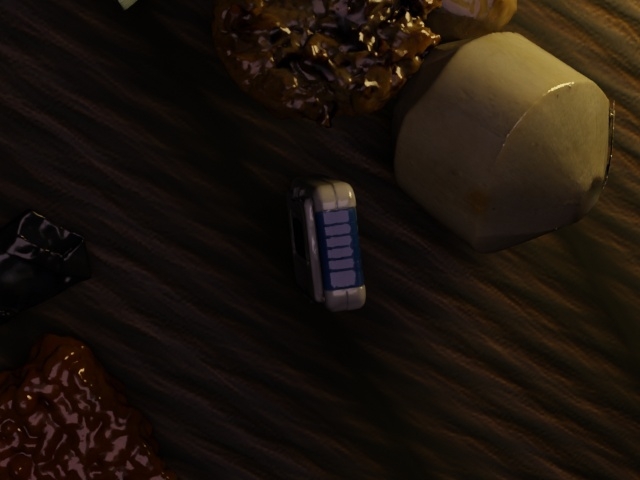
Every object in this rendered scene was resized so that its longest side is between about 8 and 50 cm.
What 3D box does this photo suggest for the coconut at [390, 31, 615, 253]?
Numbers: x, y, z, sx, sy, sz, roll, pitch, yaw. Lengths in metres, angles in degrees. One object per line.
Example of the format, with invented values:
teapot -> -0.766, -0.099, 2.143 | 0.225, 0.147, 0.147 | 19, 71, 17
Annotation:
coconut -> 0.262, -0.137, 1.859 | 0.323, 0.323, 0.322 | -1, 96, -9

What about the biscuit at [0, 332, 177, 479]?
biscuit -> -0.395, 0.331, 1.915 | 0.312, 0.110, 0.318 | -37, 101, -6

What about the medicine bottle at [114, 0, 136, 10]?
medicine bottle -> -0.199, -0.477, 1.832 | 0.318, 0.158, 0.158 | -39, 101, -4

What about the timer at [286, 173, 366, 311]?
timer -> 0.000, 0.000, 1.870 | 0.078, 0.253, 0.178 | -8, 97, -8

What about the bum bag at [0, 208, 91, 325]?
bum bag -> -0.478, 0.064, 1.887 | 0.310, 0.074, 0.137 | -30, 112, 1

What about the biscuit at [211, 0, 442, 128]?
biscuit -> 0.016, -0.315, 1.817 | 0.334, 0.081, 0.289 | -39, 83, -10

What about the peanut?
peanut -> 0.212, -0.355, 1.933 | 0.159, 0.109, 0.140 | 11, 82, -10
